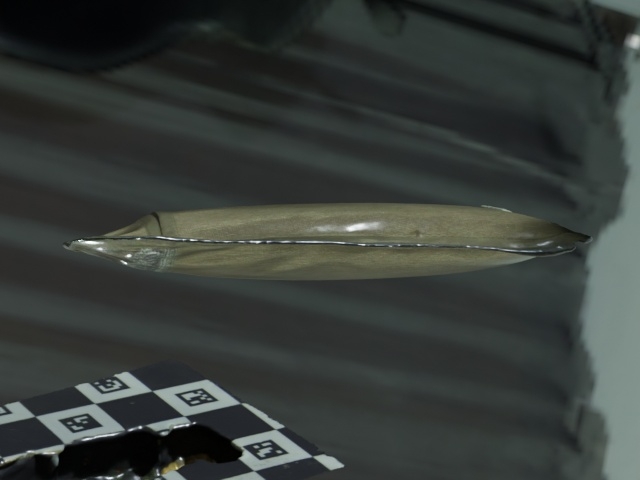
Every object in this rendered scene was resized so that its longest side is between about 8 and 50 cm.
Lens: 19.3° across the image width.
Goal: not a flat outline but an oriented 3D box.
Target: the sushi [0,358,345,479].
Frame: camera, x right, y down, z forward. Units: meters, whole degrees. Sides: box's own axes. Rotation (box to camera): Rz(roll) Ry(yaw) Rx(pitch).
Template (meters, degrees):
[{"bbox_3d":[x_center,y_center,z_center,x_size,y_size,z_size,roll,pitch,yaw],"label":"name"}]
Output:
[{"bbox_3d":[-0.126,0.152,1.186,0.192,0.215,0.050,26,120,46],"label":"sushi"}]

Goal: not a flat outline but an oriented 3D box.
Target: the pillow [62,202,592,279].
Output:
[{"bbox_3d":[0.000,0.001,0.807,0.130,0.217,0.033,170,99,-78],"label":"pillow"}]
